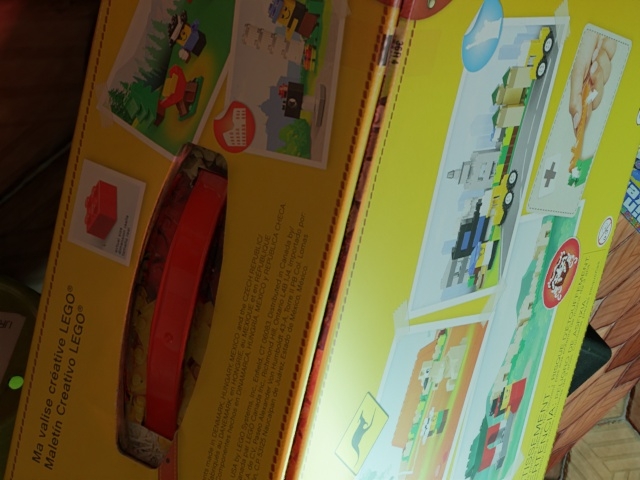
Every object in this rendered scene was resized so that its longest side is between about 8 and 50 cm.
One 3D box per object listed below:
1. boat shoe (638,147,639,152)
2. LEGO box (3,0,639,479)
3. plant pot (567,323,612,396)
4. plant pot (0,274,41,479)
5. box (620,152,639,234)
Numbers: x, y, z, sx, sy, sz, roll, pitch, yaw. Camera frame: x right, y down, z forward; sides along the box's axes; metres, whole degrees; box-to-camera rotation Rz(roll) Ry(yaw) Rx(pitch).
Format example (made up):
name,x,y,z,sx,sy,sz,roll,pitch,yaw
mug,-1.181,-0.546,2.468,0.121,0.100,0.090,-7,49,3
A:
name,x,y,z,sx,sy,sz,roll,pitch,yaw
boat shoe,0.259,-0.130,1.607,0.341,0.121,0.110,-24,-167,-31
LEGO box,0.019,0.023,1.027,0.372,0.193,0.500,-8,115,-57
plant pot,0.188,0.112,1.898,0.187,0.188,0.167,-44,149,12
plant pot,-0.218,0.159,1.162,0.275,0.275,0.293,-35,145,-16
box,0.543,-0.131,2.010,0.290,0.177,0.279,-22,155,-43
